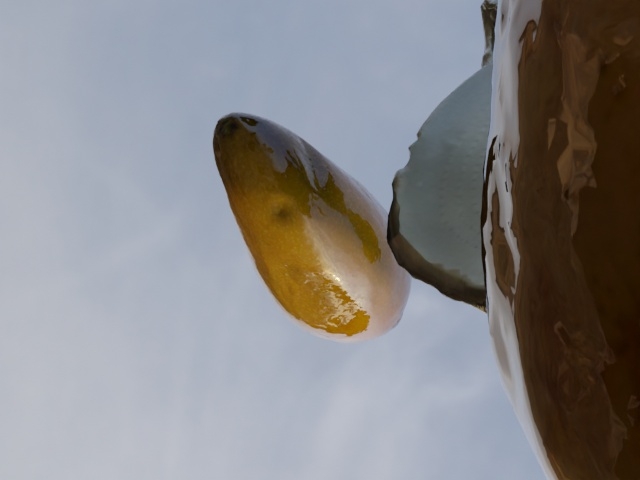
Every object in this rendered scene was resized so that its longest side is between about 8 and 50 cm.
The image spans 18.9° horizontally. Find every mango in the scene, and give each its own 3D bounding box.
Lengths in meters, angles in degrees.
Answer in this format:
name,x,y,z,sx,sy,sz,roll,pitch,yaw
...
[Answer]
name,x,y,z,sx,sy,sz,roll,pitch,yaw
mango,0.000,0.000,0.962,0.098,0.075,0.190,48,-5,28

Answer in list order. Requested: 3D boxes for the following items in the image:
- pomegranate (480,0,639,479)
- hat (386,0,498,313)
name,x,y,z,sx,sy,sz,roll,pitch,yaw
pomegranate,0.245,-0.009,0.505,0.410,0.410,0.410,32,-54,58
hat,0.166,-0.077,0.823,0.258,0.168,0.301,-52,-173,50
